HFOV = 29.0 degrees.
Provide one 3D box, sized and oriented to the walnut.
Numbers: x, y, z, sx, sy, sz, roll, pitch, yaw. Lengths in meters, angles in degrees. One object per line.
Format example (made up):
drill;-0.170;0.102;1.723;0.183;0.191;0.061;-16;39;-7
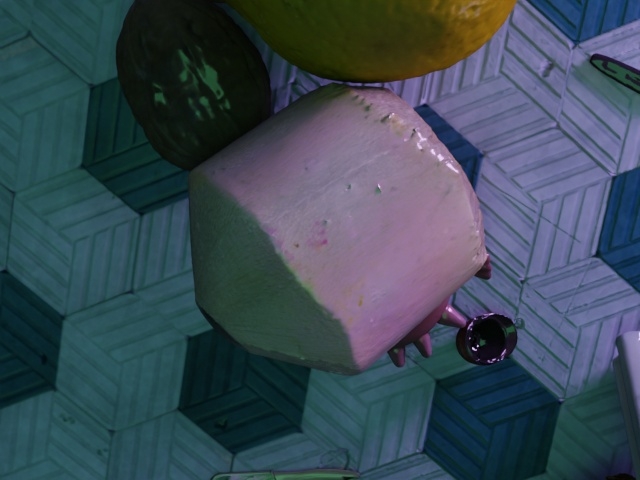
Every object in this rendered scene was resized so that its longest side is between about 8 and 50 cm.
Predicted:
walnut;-0.154;-0.195;1.466;0.178;0.178;0.230;-31;91;10

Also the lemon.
lemon;0.062;-0.324;1.341;0.336;0.336;0.336;1;105;2

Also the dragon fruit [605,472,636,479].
dragon fruit;0.398;0.434;1.575;0.303;0.237;0.231;-32;122;-4

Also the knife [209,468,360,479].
knife;-0.049;0.325;1.672;0.207;0.014;0.030;-2;104;4

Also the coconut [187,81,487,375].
coconut;0.000;0.000;1.383;0.309;0.297;0.297;-35;101;-7

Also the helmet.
helmet;0.207;0.129;1.592;0.084;0.049;0.065;-12;87;-30

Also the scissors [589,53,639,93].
scissors;0.430;-0.176;1.520;0.220;0.017;0.088;26;105;-4

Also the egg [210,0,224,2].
egg;-0.110;-0.323;1.472;0.096;0.080;0.080;-15;103;10

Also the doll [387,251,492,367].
doll;0.086;0.057;1.555;0.262;0.093;0.211;-23;99;5

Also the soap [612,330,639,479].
soap;0.459;0.239;1.505;0.160;0.265;0.087;-6;146;3
